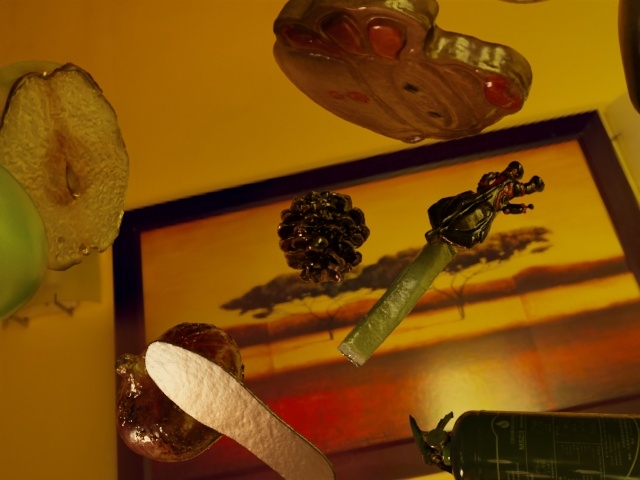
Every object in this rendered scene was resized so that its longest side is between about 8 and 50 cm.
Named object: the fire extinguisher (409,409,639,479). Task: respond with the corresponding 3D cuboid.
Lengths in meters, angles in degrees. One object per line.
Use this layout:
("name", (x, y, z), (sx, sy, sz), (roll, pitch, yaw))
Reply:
("fire extinguisher", (0.242, 0.227, 0.673), (0.311, 0.114, 0.095), (-5, -59, 21))

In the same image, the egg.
("egg", (-0.461, -0.010, 0.753), (0.270, 0.220, 0.220), (32, -33, 3))

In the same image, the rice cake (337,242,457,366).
("rice cake", (0.161, 0.110, 1.249), (0.336, 0.066, 0.063), (-45, 1, -23))

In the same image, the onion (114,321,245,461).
("onion", (-0.254, 0.247, 1.076), (0.252, 0.252, 0.219), (-28, -55, 29))

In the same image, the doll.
("doll", (0.303, -0.057, 1.191), (0.249, 0.127, 0.088), (-34, -69, -13))

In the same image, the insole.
("insole", (-0.115, 0.238, 0.858), (0.007, 0.328, 0.111), (-34, -27, -58))

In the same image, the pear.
("pear", (-0.544, -0.142, 1.191), (0.191, 0.340, 0.386), (9, -65, 22))

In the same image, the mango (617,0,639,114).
("mango", (0.646, -0.392, 1.218), (0.129, 0.146, 0.289), (-8, -63, 2))

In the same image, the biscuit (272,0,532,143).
("biscuit", (0.107, -0.236, 0.902), (0.381, 0.074, 0.359), (16, -10, 38))

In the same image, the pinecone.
("pinecone", (0.011, 0.001, 1.652), (0.244, 0.257, 0.243), (-13, -31, -8))

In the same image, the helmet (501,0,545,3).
("helmet", (0.346, -0.500, 0.941), (0.230, 0.385, 0.337), (43, -28, -14))
